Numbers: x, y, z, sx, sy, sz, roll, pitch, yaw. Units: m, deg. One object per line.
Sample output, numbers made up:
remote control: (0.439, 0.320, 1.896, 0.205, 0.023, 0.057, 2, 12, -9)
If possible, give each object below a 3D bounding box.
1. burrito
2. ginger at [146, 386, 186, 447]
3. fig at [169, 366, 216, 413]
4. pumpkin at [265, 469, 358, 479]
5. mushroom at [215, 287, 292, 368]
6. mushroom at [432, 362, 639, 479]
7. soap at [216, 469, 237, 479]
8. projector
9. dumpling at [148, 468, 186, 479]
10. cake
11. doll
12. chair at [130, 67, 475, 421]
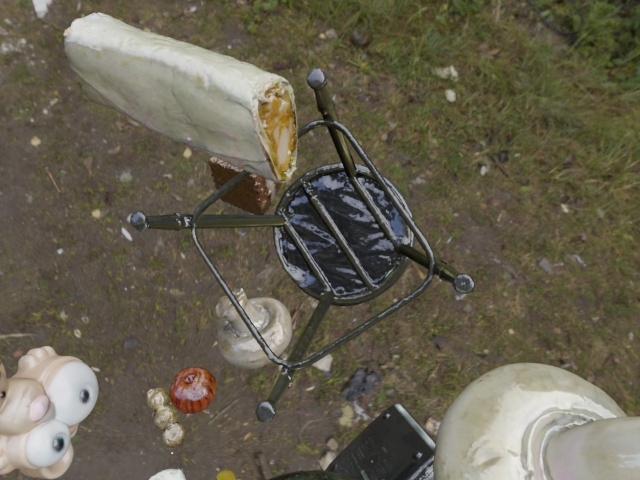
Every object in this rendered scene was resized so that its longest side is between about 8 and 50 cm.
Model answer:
burrito: (-0.157, -0.182, 0.654, 0.300, 0.143, 0.105, 22, 53, -4)
ginger: (-0.504, 0.581, 1.686, 0.080, 0.104, 0.204, -28, 67, -9)
fig: (-0.338, 0.404, 1.384, 0.129, 0.150, 0.128, -1, 72, 4)
pumpkin: (-0.025, 0.710, 1.128, 0.455, 0.454, 0.344, 9, 29, -12)
mushroom: (-0.257, 0.315, 1.896, 0.298, 0.290, 0.297, -13, 41, 11)
mushroom: (0.342, 0.315, 0.710, 0.356, 0.315, 0.315, -29, 76, 12)
soap: (-0.170, 0.470, 0.978, 0.034, 0.089, 0.012, -12, 116, -33)
projector: (0.240, 0.820, 1.747, 0.405, 0.395, 0.242, -42, 105, -6)
dumpling: (-0.277, 0.551, 0.964, 0.167, 0.215, 0.126, -28, 45, -21)
cake: (-0.148, -0.156, 1.115, 0.135, 0.135, 0.147, 25, 57, 17)
doll: (-0.372, 0.184, 0.575, 0.119, 0.278, 0.154, -5, 66, 21)
chair: (0.000, 0.000, 0.903, 0.362, 0.410, 0.364, -36, 86, 13)
